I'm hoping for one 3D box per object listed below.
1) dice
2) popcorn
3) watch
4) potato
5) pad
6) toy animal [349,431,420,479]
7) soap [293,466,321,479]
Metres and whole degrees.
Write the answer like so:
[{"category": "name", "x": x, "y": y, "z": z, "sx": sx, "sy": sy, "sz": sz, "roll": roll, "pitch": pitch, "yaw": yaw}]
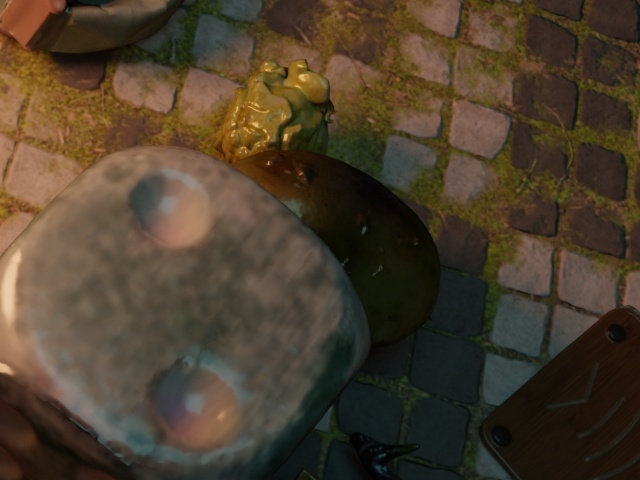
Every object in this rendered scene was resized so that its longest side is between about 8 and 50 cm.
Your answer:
[{"category": "dice", "x": -0.176, "y": 0.134, "z": 1.870, "sx": 0.330, "sy": 0.328, "sz": 0.348, "roll": 40, "pitch": 57, "yaw": 4}, {"category": "popcorn", "x": -0.048, "y": -0.124, "z": 2.176, "sx": 0.141, "sy": 0.162, "sz": 0.135, "roll": 58, "pitch": 15, "yaw": -27}, {"category": "watch", "x": -0.254, "y": -0.332, "z": 2.217, "sx": 0.241, "sy": 0.162, "sz": 0.253, "roll": 11, "pitch": 62, "yaw": -29}, {"category": "potato", "x": 0.000, "y": 0.000, "z": 2.066, "sx": 0.307, "sy": 0.173, "sz": 0.210, "roll": 27, "pitch": 29, "yaw": -41}, {"category": "pad", "x": 0.362, "y": 0.247, "z": 2.197, "sx": 0.286, "sy": 0.018, "sz": 0.284, "roll": -36, "pitch": 80, "yaw": -30}, {"category": "toy animal", "x": 0.083, "y": 0.296, "z": 2.037, "sx": 0.105, "sy": 0.070, "sz": 0.202, "roll": -22, "pitch": 75, "yaw": -9}, {"category": "soap", "x": 0.051, "y": 0.351, "z": 1.980, "sx": 0.252, "sy": 0.037, "sz": 0.092, "roll": 39, "pitch": 87, "yaw": 8}]
